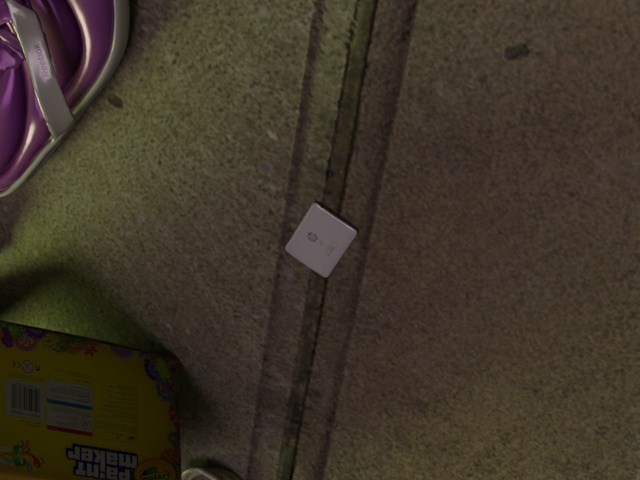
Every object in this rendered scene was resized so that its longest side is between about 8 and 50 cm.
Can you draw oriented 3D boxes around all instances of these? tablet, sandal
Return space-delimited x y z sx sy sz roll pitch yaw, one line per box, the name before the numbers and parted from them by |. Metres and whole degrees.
tablet | 0.000 0.000 1.643 0.054 0.006 0.083 34 136 1
sandal | -0.300 -0.169 1.610 0.169 0.102 0.416 32 136 3

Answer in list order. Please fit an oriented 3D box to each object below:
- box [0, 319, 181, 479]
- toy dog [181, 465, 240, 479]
box | -0.355 0.228 1.834 0.290 0.177 0.279 16 150 -38
toy dog | -0.229 0.402 2.010 0.333 0.161 0.220 -3 125 33
